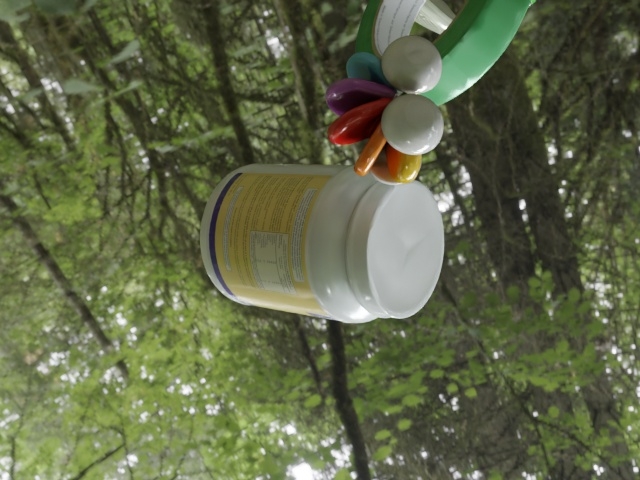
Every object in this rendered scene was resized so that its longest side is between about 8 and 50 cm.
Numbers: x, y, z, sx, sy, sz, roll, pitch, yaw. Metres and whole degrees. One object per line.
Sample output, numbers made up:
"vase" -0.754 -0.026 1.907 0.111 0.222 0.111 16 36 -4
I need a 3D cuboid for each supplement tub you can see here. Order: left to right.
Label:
"supplement tub" 0.000 0.000 1.234 0.331 0.241 0.241 6 -139 40

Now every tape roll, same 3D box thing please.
"tape roll" 0.188 -0.367 1.236 0.321 0.077 0.321 -33 -136 39

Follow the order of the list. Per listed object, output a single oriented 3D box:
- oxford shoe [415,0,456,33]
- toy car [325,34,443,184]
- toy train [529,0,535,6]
"oxford shoe" 0.138 -0.582 1.605 0.130 0.449 0.169 -53 -160 2
"toy car" 0.073 -0.162 0.982 0.136 0.159 0.182 4 -109 -7
"toy train" 0.355 -0.441 1.413 0.023 0.017 0.083 -44 -138 1
